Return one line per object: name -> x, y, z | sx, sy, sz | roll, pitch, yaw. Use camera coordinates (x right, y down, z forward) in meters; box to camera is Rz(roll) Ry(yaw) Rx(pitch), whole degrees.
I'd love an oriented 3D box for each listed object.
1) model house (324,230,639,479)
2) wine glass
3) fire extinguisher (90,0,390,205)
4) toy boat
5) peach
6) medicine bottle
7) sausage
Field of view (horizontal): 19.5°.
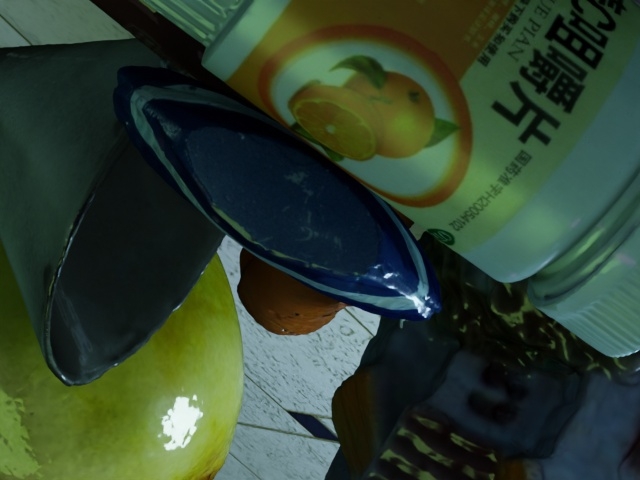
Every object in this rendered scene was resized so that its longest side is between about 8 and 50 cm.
model house -> 0.145, 0.203, 1.237 | 0.360, 0.339, 0.297 | 33, 162, -5
wine glass -> -0.253, -0.121, 1.262 | 0.406, 0.267, 0.267 | 33, 161, 16
fire extinguisher -> -0.013, -0.118, 1.087 | 0.337, 0.135, 0.114 | 39, 118, -14
toy boat -> -0.024, -0.026, 1.094 | 0.220, 0.067, 0.291 | 36, 180, 0
peach -> -0.209, 0.080, 1.558 | 0.281, 0.314, 0.315 | -26, 80, 51
medicine bottle -> 0.067, -0.092, 0.945 | 0.318, 0.158, 0.158 | 35, 160, -8
sausage -> 0.000, 0.000, 1.356 | 0.102, 0.102, 0.330 | 33, 159, 0
